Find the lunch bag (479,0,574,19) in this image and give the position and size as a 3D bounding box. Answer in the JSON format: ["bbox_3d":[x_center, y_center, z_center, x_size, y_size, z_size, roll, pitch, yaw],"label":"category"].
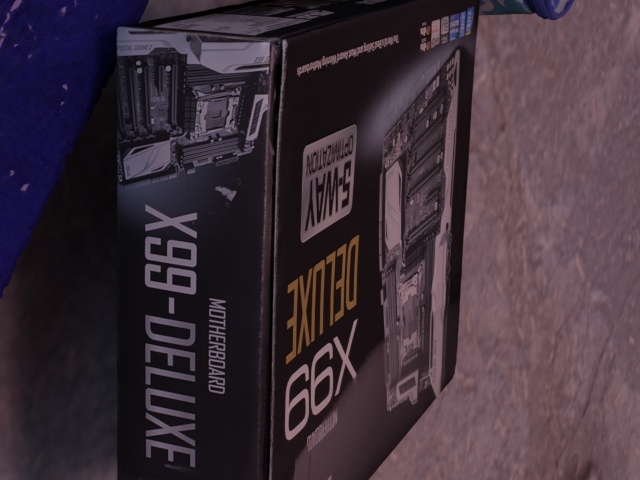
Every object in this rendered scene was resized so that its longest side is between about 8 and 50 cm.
[{"bbox_3d":[0.136,-0.266,0.946,0.176,0.090,0.219,53,54,-49],"label":"lunch bag"}]

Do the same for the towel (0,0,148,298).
[{"bbox_3d":[-0.203,-0.089,0.483,0.308,0.076,0.227,35,79,-53],"label":"towel"}]

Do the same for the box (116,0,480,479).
[{"bbox_3d":[0.000,0.000,0.718,0.307,0.077,0.242,-32,127,-66],"label":"box"}]
